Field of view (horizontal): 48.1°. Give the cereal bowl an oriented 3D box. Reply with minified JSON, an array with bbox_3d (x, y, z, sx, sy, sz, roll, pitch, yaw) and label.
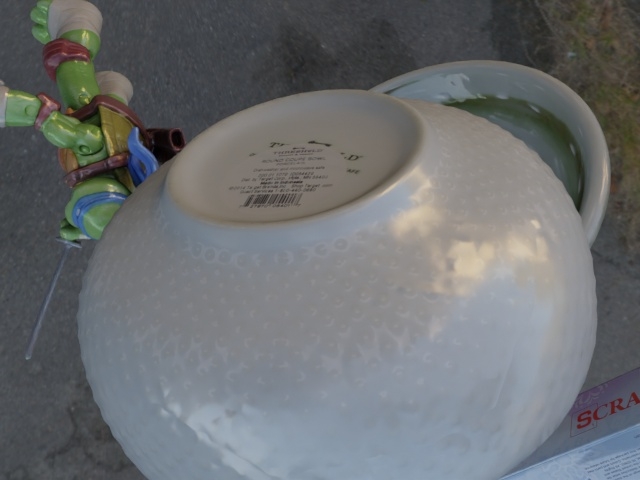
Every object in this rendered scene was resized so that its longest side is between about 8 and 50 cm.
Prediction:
[{"bbox_3d":[0.000,0.000,0.464,0.339,0.339,0.141,-17,126,-5],"label":"cereal bowl"}]

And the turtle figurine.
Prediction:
[{"bbox_3d":[-0.264,-0.086,0.666,0.275,0.266,0.198,-36,132,25],"label":"turtle figurine"}]

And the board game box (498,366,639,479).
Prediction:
[{"bbox_3d":[0.288,0.259,0.588,0.318,0.066,0.319,45,127,-9],"label":"board game box"}]

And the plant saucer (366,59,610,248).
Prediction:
[{"bbox_3d":[0.119,-0.026,0.803,0.400,0.400,0.100,-35,135,5],"label":"plant saucer"}]
